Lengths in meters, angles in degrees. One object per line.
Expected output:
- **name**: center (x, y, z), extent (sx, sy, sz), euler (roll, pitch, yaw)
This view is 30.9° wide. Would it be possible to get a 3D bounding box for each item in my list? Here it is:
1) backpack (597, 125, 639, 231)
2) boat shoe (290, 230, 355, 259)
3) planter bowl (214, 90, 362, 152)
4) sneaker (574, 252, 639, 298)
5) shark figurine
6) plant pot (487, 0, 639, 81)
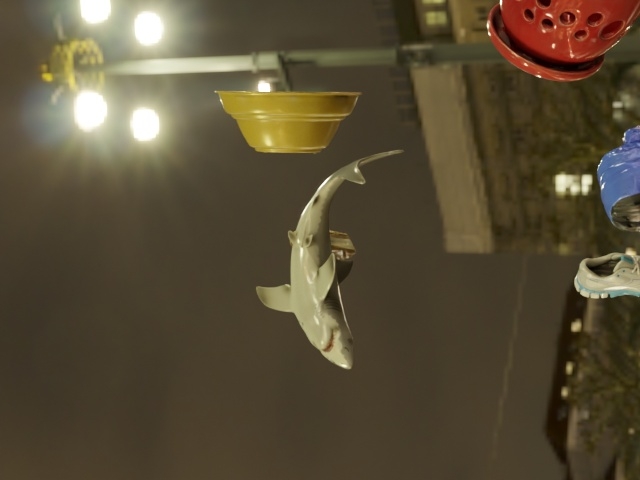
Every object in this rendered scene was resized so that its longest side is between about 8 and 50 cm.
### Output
- **backpack**: center (0.340, -0.065, 1.166), extent (0.098, 0.120, 0.101), euler (51, -157, -55)
- **boat shoe**: center (0.000, 0.000, 2.022), extent (0.135, 0.050, 0.045), euler (16, -132, -39)
- **planter bowl**: center (-0.047, -0.175, 1.707), extent (0.217, 0.217, 0.090), euler (-19, -69, -67)
- **sneaker**: center (0.520, 0.053, 1.919), extent (0.083, 0.191, 0.071), euler (71, -165, -56)
- **shark figurine**: center (0.017, 0.009, 1.496), extent (0.116, 0.166, 0.278), euler (-1, -78, -47)
- **plant pot**: center (0.328, -0.318, 1.533), extent (0.191, 0.191, 0.174), euler (-64, -6, -47)
